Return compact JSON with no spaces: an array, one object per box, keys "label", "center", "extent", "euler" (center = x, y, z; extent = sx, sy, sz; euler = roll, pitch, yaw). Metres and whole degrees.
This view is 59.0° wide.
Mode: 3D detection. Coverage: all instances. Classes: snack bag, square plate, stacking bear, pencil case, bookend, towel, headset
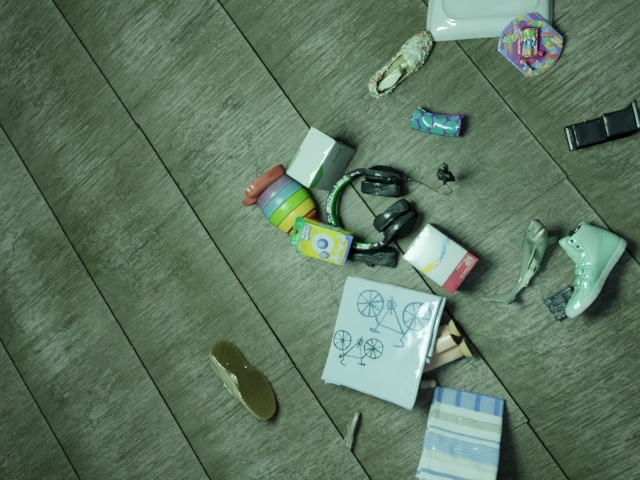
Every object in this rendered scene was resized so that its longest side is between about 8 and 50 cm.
[{"label":"snack bag","center":[0.181,0.296,1.667],"extent":[0.323,0.037,0.342],"euler":[11,82,32]},{"label":"square plate","center":[0.478,-0.750,1.601],"extent":[0.347,0.049,0.344],"euler":[3,93,18]},{"label":"stacking bear","center":[-0.083,-0.079,1.754],"extent":[0.164,0.175,0.289],"euler":[-42,89,-17]},{"label":"pencil case","center":[0.338,-0.345,1.650],"extent":[0.152,0.064,0.070],"euler":[15,121,17]},{"label":"bookend","center":[0.729,-0.295,1.473],"extent":[0.157,0.156,0.072],"euler":[-13,88,19]},{"label":"towel","center":[0.395,0.551,1.580],"extent":[0.209,0.034,0.285],"euler":[8,52,18]},{"label":"headset","center":[0.196,-0.116,1.640],"extent":[0.394,0.185,0.243],"euler":[-20,86,18]}]

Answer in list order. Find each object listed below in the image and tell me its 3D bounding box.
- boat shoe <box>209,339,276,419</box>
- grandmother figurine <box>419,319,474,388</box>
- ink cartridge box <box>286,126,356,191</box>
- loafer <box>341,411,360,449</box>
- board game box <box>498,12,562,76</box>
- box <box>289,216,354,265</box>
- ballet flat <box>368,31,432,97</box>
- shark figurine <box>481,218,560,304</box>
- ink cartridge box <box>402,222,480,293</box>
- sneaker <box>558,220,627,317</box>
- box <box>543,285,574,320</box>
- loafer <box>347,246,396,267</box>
[{"label":"boat shoe","center":[-0.261,0.466,1.862],"extent":[0.302,0.109,0.098],"euler":[47,144,11]},{"label":"grandmother figurine","center":[0.264,0.353,1.679],"extent":[0.342,0.104,0.207],"euler":[-31,73,14]},{"label":"ink cartridge box","center":[0.007,-0.235,1.687],"extent":[0.093,0.212,0.154],"euler":[34,102,18]},{"label":"loafer","center":[0.093,0.592,1.770],"extent":[0.039,0.045,0.125],"euler":[15,99,24]},{"label":"board game box","center":[0.579,-0.539,1.556],"extent":[0.169,0.033,0.133],"euler":[42,114,-2]},{"label":"box","center":[0.000,0.000,1.668],"extent":[0.179,0.043,0.105],"euler":[17,114,4]},{"label":"ballet flat","center":[0.241,-0.508,1.665],"extent":[0.091,0.077,0.241],"euler":[39,110,-19]},{"label":"shark figurine","center":[0.561,0.050,1.587],"extent":[0.116,0.166,0.278],"euler":[37,122,39]},{"label":"ink cartridge box","center":[0.348,0.048,1.624],"extent":[0.176,0.128,0.127],"euler":[37,102,14]},{"label":"sneaker","center":[0.688,0.073,1.522],"extent":[0.151,0.094,0.256],"euler":[31,87,10]},{"label":"box","center":[0.676,0.175,1.575],"extent":[0.083,0.018,0.067],"euler":[-36,81,16]},{"label":"loafer","center":[0.148,0.056,1.728],"extent":[0.170,0.062,0.061],"euler":[2,114,21]}]
